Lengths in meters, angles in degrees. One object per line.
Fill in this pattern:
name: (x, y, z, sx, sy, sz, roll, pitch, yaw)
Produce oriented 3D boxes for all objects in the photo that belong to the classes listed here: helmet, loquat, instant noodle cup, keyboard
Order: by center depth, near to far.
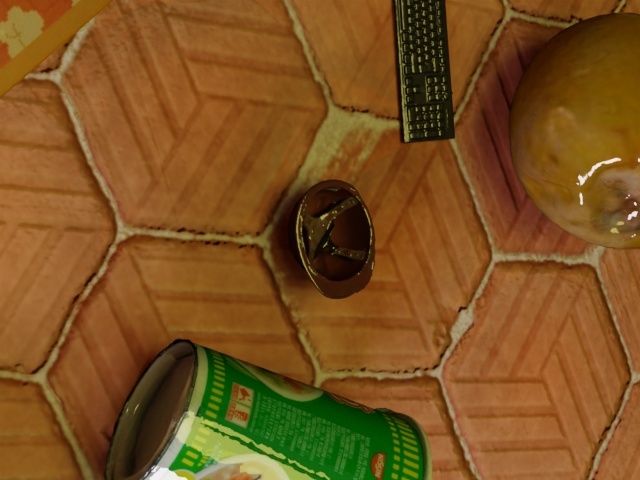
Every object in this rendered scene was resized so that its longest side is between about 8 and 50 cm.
instant noodle cup: (-0.054, 0.197, 1.224, 0.232, 0.207, 0.207, 29, 76, -22)
helmet: (0.000, 0.000, 1.316, 0.089, 0.057, 0.111, -12, 94, -36)
keyboard: (0.104, -0.201, 1.406, 0.067, 0.011, 0.202, -7, 96, -32)
loquat: (0.306, -0.116, 1.428, 0.244, 0.244, 0.244, -2, 93, -34)

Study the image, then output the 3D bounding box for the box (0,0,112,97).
box: (-0.314, -0.221, 0.961, 0.214, 0.283, 0.259, -44, 114, -23)
